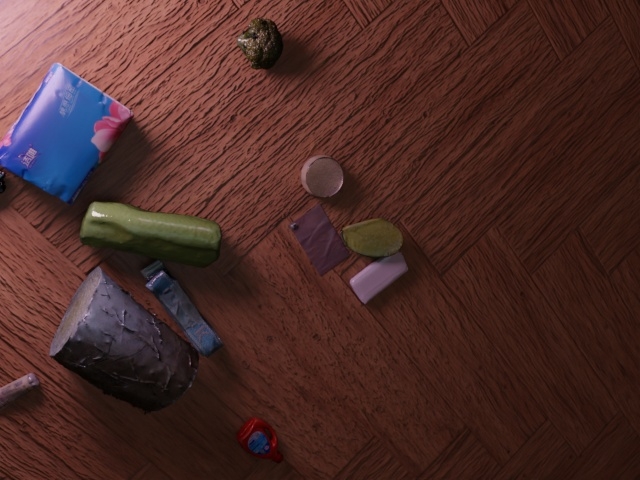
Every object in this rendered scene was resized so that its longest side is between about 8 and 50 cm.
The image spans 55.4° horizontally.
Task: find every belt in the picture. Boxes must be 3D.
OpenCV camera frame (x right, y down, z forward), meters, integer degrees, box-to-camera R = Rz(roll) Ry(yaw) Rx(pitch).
[{"bbox_3d":[-0.363,0.183,1.613,0.072,0.087,0.302,-34,111,-4],"label":"belt"}]

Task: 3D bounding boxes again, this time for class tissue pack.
[{"bbox_3d":[-0.596,-0.246,1.410,0.209,0.137,0.270,35,87,-22],"label":"tissue pack"}]

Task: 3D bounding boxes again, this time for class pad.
[{"bbox_3d":[0.000,0.000,1.765,0.113,0.006,0.188,-35,111,-12],"label":"pad"}]

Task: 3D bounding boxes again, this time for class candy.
[{"bbox_3d":[-0.417,-0.014,1.527,0.343,0.142,0.132,11,109,-22],"label":"candy"}]

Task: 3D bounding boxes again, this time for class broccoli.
[{"bbox_3d":[-0.154,-0.501,1.553,0.120,0.131,0.130,16,111,14],"label":"broccoli"}]

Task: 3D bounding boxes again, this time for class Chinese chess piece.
[{"bbox_3d":[0.004,-0.180,1.708,0.122,0.051,0.122,-5,104,-21],"label":"Chinese chess piece"}]

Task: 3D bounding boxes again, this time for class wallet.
[{"bbox_3d":[0.179,0.104,1.843,0.190,0.033,0.095,-38,113,-10],"label":"wallet"}]

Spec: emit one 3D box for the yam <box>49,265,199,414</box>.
[{"bbox_3d":[-0.489,0.261,1.514,0.241,0.241,0.348,-49,115,-6],"label":"yam"}]

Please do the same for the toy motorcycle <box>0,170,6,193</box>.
[{"bbox_3d":[-0.801,-0.115,1.400,0.100,0.058,0.173,44,82,-16],"label":"toy motorcycle"}]

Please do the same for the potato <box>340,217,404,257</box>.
[{"bbox_3d":[0.147,-0.010,1.797,0.198,0.054,0.119,-3,102,-16],"label":"potato"}]

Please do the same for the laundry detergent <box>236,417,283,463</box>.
[{"bbox_3d":[-0.166,0.598,1.797,0.097,0.049,0.165,-48,115,-11],"label":"laundry detergent"}]

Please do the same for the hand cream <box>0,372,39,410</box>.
[{"bbox_3d":[-0.772,0.382,1.524,0.143,0.039,0.061,-29,116,-4],"label":"hand cream"}]
